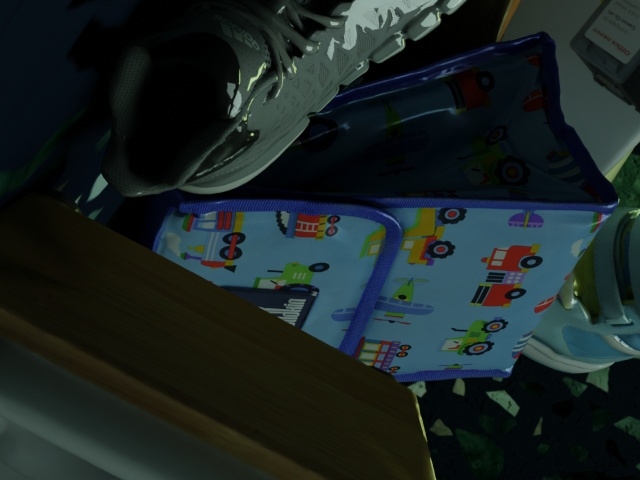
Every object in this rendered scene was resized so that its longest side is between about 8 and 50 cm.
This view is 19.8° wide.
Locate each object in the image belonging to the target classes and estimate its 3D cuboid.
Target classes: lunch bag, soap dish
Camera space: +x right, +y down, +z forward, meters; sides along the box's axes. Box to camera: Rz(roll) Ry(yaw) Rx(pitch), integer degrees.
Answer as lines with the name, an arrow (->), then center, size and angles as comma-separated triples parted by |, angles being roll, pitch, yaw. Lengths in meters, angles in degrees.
lunch bag -> 0.000, 0.000, 1.142 | 0.293, 0.138, 0.221 | -8, 151, -18
soap dish -> -0.101, 0.118, 0.823 | 0.291, 0.229, 0.118 | -51, -166, 50

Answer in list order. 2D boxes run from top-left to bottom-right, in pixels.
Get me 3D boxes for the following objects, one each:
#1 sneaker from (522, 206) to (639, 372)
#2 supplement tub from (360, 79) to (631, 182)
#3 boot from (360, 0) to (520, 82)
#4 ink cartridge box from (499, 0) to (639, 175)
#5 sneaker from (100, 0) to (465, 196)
sneaker -> 0.174, 0.007, 1.391 | 0.208, 0.319, 0.127 | -15, -117, 51
supplement tub -> 0.161, -0.113, 1.646 | 0.325, 0.235, 0.235 | -54, -179, -25
boot -> 0.120, -0.220, 1.200 | 0.220, 0.109, 0.283 | -53, 173, -28
ink cartridge box -> 0.220, -0.218, 1.340 | 0.306, 0.226, 0.131 | -51, 175, 31
sneaker -> -0.005, -0.094, 0.719 | 0.229, 0.086, 0.132 | -49, 176, 20
